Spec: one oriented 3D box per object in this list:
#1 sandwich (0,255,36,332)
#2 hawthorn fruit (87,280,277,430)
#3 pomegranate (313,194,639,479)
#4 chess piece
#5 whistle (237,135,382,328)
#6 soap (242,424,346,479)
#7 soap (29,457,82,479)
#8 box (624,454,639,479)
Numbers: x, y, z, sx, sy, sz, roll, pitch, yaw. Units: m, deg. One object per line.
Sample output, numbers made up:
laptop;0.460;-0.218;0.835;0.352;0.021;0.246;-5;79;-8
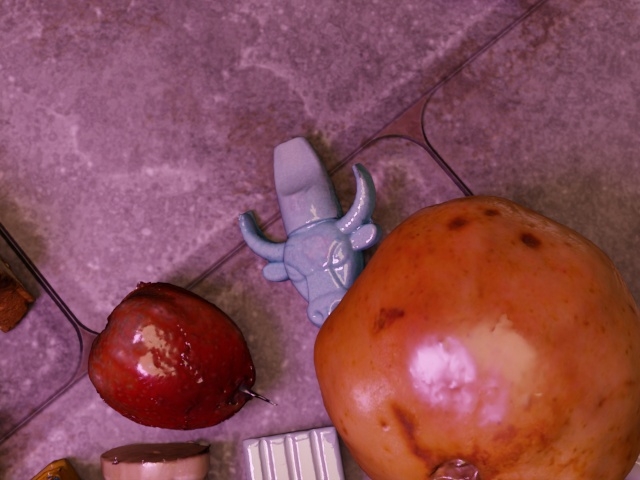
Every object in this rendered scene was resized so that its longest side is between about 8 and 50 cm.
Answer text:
sandwich;-0.445;0.018;1.358;0.186;0.215;0.065;43;84;7
hawthorn fruit;-0.161;0.156;1.355;0.235;0.181;0.181;28;81;9
pomegranate;0.195;0.131;1.283;0.410;0.410;0.410;0;80;0
chess piece;-0.186;0.395;1.354;0.137;0.137;0.301;-5;91;-1
whistle;0.000;0.000;1.429;0.186;0.093;0.274;-23;76;22
soap;-0.023;0.332;1.380;0.119;0.066;0.198;-9;80;0
soap;-0.397;0.396;1.301;0.324;0.204;0.096;-40;94;-6
box;0.461;0.239;1.381;0.336;0.106;0.264;18;81;4
